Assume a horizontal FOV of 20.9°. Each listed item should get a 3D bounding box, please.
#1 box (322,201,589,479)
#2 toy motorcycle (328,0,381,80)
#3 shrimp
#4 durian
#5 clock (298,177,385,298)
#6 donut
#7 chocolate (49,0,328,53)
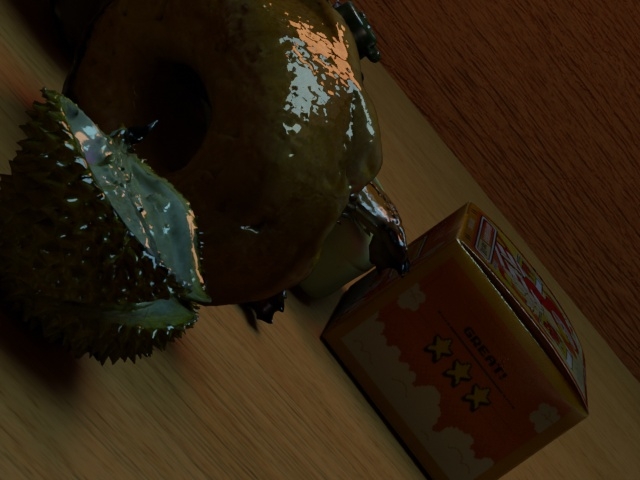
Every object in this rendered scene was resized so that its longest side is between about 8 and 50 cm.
[{"bbox_3d":[0.173,0.125,2.071,0.259,0.214,0.283,54,11,-4],"label":"box"},{"bbox_3d":[-0.043,-0.282,2.424,0.275,0.205,0.127,47,14,-53],"label":"toy motorcycle"},{"bbox_3d":[0.000,0.000,1.865,0.222,0.054,0.290,31,43,-17],"label":"shrimp"},{"bbox_3d":[-0.177,-0.008,1.290,0.193,0.138,0.237,46,17,-21],"label":"durian"},{"bbox_3d":[-0.021,-0.076,2.123,0.286,0.117,0.348,54,11,4],"label":"clock"},{"bbox_3d":[-0.096,-0.098,1.540,0.317,0.299,0.150,22,1,41],"label":"donut"},{"bbox_3d":[-0.145,-0.263,1.864,0.340,0.210,0.225,-7,43,-44],"label":"chocolate"}]
